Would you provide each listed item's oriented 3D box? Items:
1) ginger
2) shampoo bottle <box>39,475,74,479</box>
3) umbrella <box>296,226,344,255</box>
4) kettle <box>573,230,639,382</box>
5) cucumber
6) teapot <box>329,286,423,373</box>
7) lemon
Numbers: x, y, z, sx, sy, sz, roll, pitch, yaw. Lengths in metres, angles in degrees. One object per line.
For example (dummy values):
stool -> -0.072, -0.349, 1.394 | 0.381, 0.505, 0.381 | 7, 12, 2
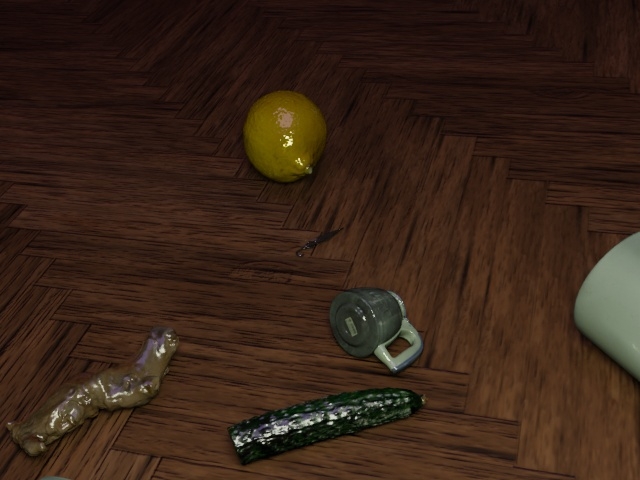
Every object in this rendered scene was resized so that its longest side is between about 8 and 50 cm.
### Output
ginger -> -0.337, 0.235, 1.313 | 0.290, 0.084, 0.122 | -32, 21, -26
shampoo bottle -> -0.408, 0.445, 1.018 | 0.134, 0.078, 0.359 | 7, 38, 23
umbrella -> -0.002, -0.002, 1.632 | 0.122, 0.013, 0.022 | -32, 55, -33
kettle -> 0.556, 0.160, 1.211 | 0.205, 0.265, 0.318 | -45, 42, 2
cucumber -> 0.013, 0.258, 1.231 | 0.293, 0.067, 0.067 | -13, 36, -11
teapot -> 0.098, 0.129, 1.361 | 0.108, 0.111, 0.149 | -18, 30, -40
lemon -> -0.075, -0.221, 1.798 | 0.187, 0.187, 0.244 | -12, 47, -9
